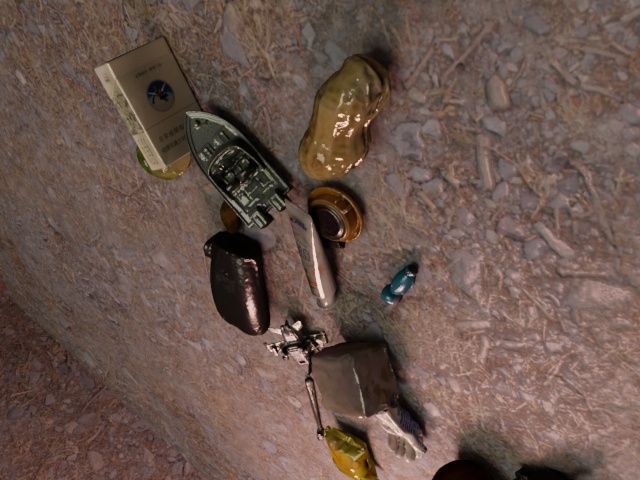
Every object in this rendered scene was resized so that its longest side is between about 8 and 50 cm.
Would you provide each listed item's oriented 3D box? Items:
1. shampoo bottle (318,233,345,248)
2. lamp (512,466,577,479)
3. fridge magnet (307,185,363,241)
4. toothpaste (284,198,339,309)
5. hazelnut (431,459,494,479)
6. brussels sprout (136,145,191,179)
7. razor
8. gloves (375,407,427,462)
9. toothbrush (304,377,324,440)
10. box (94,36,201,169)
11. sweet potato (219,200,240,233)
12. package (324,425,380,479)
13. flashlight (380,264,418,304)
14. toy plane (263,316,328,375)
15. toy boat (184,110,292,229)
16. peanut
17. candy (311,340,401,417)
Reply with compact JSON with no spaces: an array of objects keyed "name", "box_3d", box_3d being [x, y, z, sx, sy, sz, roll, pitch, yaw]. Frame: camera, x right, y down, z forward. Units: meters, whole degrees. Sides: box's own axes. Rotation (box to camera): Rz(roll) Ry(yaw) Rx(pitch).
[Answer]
[{"name":"shampoo bottle","box_3d":[0.000,0.000,1.399,0.137,0.027,0.048,5,126,43]},{"name":"lamp","box_3d":[0.527,0.618,1.372,0.172,0.147,0.227,28,137,61]},{"name":"fridge magnet","box_3d":[0.029,-0.054,1.291,0.143,0.063,0.143,24,137,24]},{"name":"toothpaste","box_3d":[-0.015,0.039,1.381,0.100,0.066,0.323,37,155,41]},{"name":"hazelnut","box_3d":[0.359,0.680,1.515,0.229,0.229,0.229,26,139,26]},{"name":"brussels sprout","box_3d":[-0.403,-0.221,1.525,0.155,0.117,0.155,34,140,34]},{"name":"razor","box_3d":[-0.231,0.128,1.682,0.189,0.107,0.327,25,138,26]},{"name":"gloves","box_3d":[0.213,0.503,1.592,0.119,0.097,0.229,10,131,60]},{"name":"toothbrush","box_3d":[-0.018,0.547,1.921,0.030,0.030,0.297,0,126,14]},{"name":"box","box_3d":[-0.376,-0.314,1.371,0.069,0.164,0.256,0,123,46]},{"name":"sweet potato","box_3d":[-0.210,-0.080,1.512,0.081,0.062,0.233,49,146,-4]},{"name":"package","box_3d":[0.096,0.681,1.876,0.168,0.090,0.226,13,134,40]},{"name":"flashlight","box_3d":[0.172,0.096,1.299,0.051,0.051,0.129,39,141,11]},{"name":"toy plane","box_3d":[-0.050,0.328,1.704,0.192,0.088,0.262,-15,119,20]},{"name":"toy boat","box_3d":[-0.203,-0.175,1.363,0.141,0.092,0.319,-42,88,19]},{"name":"peanut","box_3d":[0.039,-0.213,1.084,0.130,0.130,0.290,38,144,12]},{"name":"candy","box_3d":[0.090,0.356,1.515,0.195,0.137,0.185,-10,96,50]}]
